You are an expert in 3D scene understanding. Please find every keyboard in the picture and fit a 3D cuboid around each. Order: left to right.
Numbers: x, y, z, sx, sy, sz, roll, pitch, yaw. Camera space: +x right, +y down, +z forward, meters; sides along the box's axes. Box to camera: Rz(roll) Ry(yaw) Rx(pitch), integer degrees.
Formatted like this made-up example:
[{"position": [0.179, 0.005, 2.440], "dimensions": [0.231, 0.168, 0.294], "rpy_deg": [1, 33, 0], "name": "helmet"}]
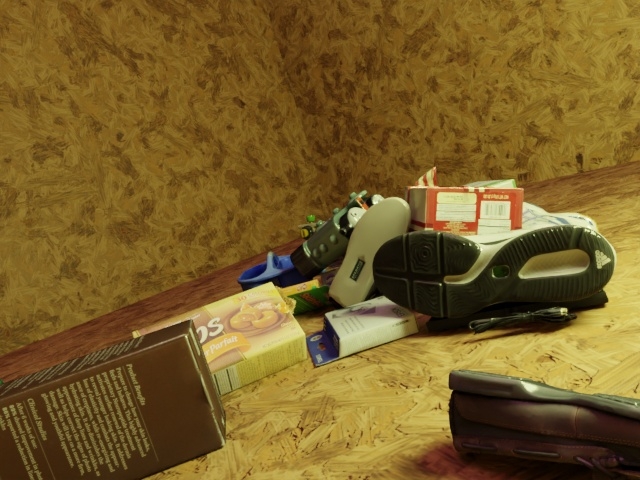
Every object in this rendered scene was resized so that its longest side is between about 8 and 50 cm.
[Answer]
[{"position": [0.355, 0.133, 0.917], "dimensions": [0.317, 0.033, 0.201], "rpy_deg": [-15, 0, 23], "name": "keyboard"}]

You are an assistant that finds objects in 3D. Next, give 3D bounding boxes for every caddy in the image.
[{"position": [-0.145, 0.123, 1.673], "dimensions": [0.242, 0.179, 0.341], "rpy_deg": [-18, 6, 0], "name": "caddy"}]

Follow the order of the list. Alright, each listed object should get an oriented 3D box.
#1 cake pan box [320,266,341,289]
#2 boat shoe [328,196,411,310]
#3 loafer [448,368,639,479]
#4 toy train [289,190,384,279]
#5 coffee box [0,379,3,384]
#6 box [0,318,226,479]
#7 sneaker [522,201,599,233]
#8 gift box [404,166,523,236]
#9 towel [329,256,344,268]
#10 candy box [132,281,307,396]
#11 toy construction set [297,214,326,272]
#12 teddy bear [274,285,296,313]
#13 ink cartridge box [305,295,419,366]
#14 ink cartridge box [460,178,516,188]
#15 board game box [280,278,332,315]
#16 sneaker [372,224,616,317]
[{"position": [0.142, 0.094, 1.536], "dimensions": [0.246, 0.070, 0.267], "rpy_deg": [-14, -3, 11], "name": "cake pan box"}, {"position": [0.145, 0.030, 1.284], "dimensions": [0.158, 0.127, 0.340], "rpy_deg": [-19, -36, -58], "name": "boat shoe"}, {"position": [0.259, 0.193, 0.479], "dimensions": [0.109, 0.095, 0.303], "rpy_deg": [17, -13, -38], "name": "loafer"}, {"position": [0.052, -0.012, 1.414], "dimensions": [0.190, 0.142, 0.334], "rpy_deg": [-40, 1, -42], "name": "toy train"}, {"position": [-0.759, 0.402, 1.172], "dimensions": [0.041, 0.113, 0.184], "rpy_deg": [-24, 10, -28], "name": "coffee box"}, {"position": [-0.360, 0.282, 0.783], "dimensions": [0.382, 0.191, 0.143], "rpy_deg": [-17, 6, -8], "name": "box"}, {"position": [0.539, -0.025, 1.273], "dimensions": [0.131, 0.111, 0.297], "rpy_deg": [-30, 25, -36], "name": "sneaker"}, {"position": [0.339, -0.039, 1.202], "dimensions": [0.255, 0.276, 0.258], "rpy_deg": [5, 5, -3], "name": "gift box"}, {"position": [0.141, 0.041, 1.665], "dimensions": [0.187, 0.049, 0.282], "rpy_deg": [-16, -3, -22], "name": "towel"}, {"position": [-0.208, 0.219, 1.034], "dimensions": [0.317, 0.087, 0.183], "rpy_deg": [-20, 41, -19], "name": "candy box"}, {"position": [0.000, 0.000, 2.092], "dimensions": [0.258, 0.237, 0.309], "rpy_deg": [-19, 6, -22], "name": "toy construction set"}, {"position": [-0.204, 0.241, 1.225], "dimensions": [0.245, 0.113, 0.338], "rpy_deg": [-22, 11, 30], "name": "teddy bear"}, {"position": [0.075, 0.190, 1.091], "dimensions": [0.224, 0.045, 0.223], "rpy_deg": [-18, 7, -7], "name": "ink cartridge box"}, {"position": [0.517, -0.079, 1.547], "dimensions": [0.117, 0.201, 0.278], "rpy_deg": [-18, 6, -1], "name": "ink cartridge box"}, {"position": [-0.090, 0.176, 1.407], "dimensions": [0.260, 0.039, 0.124], "rpy_deg": [-14, -34, 11], "name": "board game box"}, {"position": [0.346, 0.057, 1.000], "dimensions": [0.448, 0.168, 0.258], "rpy_deg": [-5, -3, 35], "name": "sneaker"}]
